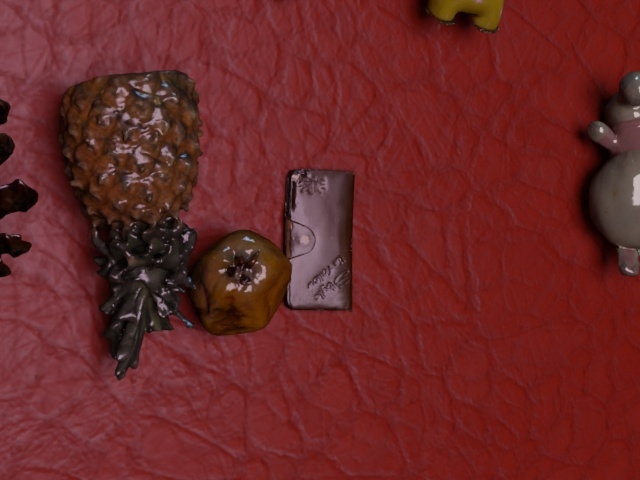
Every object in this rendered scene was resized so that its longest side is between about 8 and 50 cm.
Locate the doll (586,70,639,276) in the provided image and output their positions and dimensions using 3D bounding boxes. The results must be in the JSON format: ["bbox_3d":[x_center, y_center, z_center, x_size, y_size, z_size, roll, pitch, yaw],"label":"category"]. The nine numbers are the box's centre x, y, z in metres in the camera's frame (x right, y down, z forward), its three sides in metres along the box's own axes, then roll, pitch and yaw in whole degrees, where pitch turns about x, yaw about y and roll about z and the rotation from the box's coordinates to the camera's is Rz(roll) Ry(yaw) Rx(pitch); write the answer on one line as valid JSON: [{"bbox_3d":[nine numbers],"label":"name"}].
[{"bbox_3d":[0.436,-0.093,1.695,0.154,0.113,0.275,-1,100,-15],"label":"doll"}]

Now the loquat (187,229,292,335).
[{"bbox_3d":[-0.095,0.048,1.449,0.137,0.137,0.113,-31,71,-20],"label":"loquat"}]

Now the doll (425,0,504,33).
[{"bbox_3d":[0.221,-0.366,1.524,0.135,0.221,0.143,11,44,-25],"label":"doll"}]

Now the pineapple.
[{"bbox_3d":[-0.200,-0.016,1.385,0.169,0.169,0.341,-7,99,-24],"label":"pineapple"}]

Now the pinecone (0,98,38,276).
[{"bbox_3d":[-0.405,-0.062,1.252,0.244,0.244,0.309,3,79,-24],"label":"pinecone"}]

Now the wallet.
[{"bbox_3d":[0.000,0.000,1.544,0.095,0.026,0.176,2,91,-22],"label":"wallet"}]
